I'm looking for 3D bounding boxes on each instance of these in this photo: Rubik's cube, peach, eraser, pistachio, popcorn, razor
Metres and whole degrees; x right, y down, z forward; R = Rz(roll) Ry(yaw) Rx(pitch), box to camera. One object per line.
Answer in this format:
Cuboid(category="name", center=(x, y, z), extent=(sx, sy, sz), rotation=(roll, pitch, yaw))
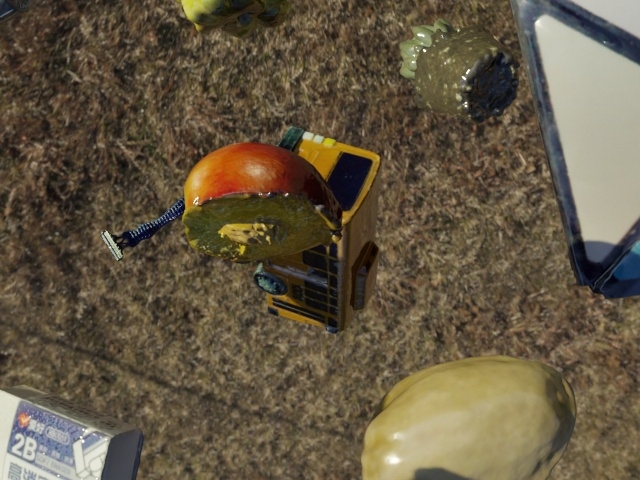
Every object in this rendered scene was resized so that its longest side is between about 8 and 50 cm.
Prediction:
Cuboid(category="Rubik's cube", center=(0.371, -0.153, 0.567), extent=(0.310, 0.305, 0.306), rotation=(-11, 103, 30))
Cuboid(category="peach", center=(-0.034, -0.026, 0.365), extent=(0.098, 0.061, 0.098), rotation=(-6, 158, -2))
Cuboid(category="eraser", center=(-0.332, 0.270, 0.799), extent=(0.210, 0.068, 0.124), rotation=(11, 91, 26))
Cuboid(category="pistachio", center=(0.109, 0.154, 0.490), extent=(0.185, 0.126, 0.108), rotation=(-36, 152, 3))
Cuboid(category="popcorn", center=(-0.203, -0.585, 1.330), extent=(0.312, 0.312, 0.312), rotation=(-2, 129, -3))
Cuboid(category="razor", center=(-0.205, -0.029, 0.822), extent=(0.155, 0.044, 0.028), rotation=(-34, 169, -16))

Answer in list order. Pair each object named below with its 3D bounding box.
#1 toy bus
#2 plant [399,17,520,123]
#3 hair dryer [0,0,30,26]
Cuboid(category="toy bus", center=(0.000, 0.000, 0.619), extent=(0.114, 0.098, 0.201), rotation=(18, 145, 14))
Cuboid(category="plant", center=(0.216, -0.271, 1.005), extent=(0.132, 0.194, 0.129), rotation=(-16, 130, -22))
Cuboid(category="hair dryer", center=(-0.369, -0.148, 0.541), extent=(0.196, 0.219, 0.075), rotation=(-13, 129, 20))
